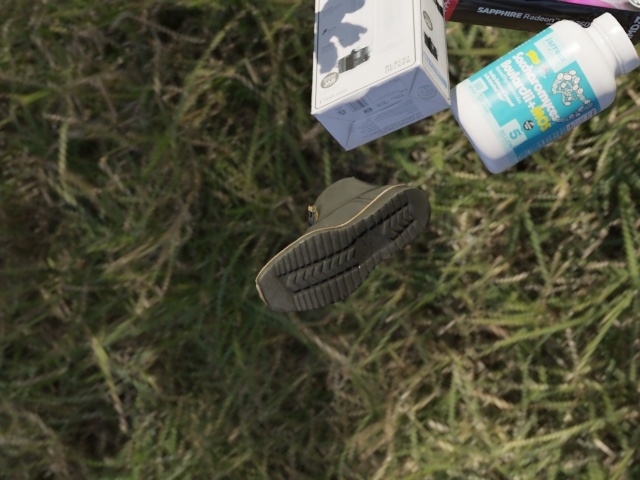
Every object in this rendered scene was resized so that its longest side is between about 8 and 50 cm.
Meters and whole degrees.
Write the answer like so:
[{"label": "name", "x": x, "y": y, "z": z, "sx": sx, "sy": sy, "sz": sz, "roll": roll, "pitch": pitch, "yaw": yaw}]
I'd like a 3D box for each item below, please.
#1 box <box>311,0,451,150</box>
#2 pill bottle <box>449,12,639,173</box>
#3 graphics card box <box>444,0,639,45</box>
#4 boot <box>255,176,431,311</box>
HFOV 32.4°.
[{"label": "box", "x": 0.081, "y": -0.279, "z": 1.499, "sx": 0.169, "sy": 0.290, "sz": 0.087, "roll": -22, "pitch": 136, "yaw": 26}, {"label": "pill bottle", "x": 0.328, "y": -0.223, "z": 1.616, "sx": 0.264, "sy": 0.146, "sz": 0.146, "roll": -32, "pitch": 92, "yaw": 8}, {"label": "graphics card box", "x": 0.346, "y": -0.450, "z": 1.787, "sx": 0.094, "sy": 0.370, "sz": 0.233, "roll": 116, "pitch": 157, "yaw": -58}, {"label": "boot", "x": 0.000, "y": 0.000, "z": 1.134, "sx": 0.137, "sy": 0.198, "sz": 0.077, "roll": 22, "pitch": 134, "yaw": 57}]
